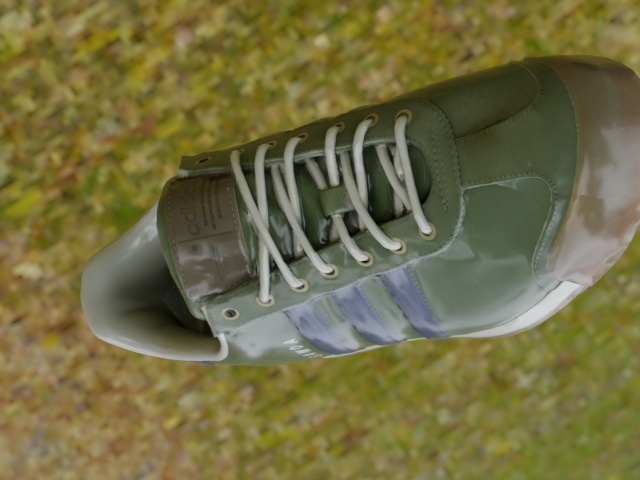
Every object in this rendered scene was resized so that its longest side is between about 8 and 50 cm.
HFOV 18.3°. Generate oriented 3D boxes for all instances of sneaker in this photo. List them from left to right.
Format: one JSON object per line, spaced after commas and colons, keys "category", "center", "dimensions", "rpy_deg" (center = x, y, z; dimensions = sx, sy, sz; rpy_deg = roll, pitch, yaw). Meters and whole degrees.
{"category": "sneaker", "center": [0.000, 0.000, 0.528], "dimensions": [0.086, 0.064, 0.192], "rpy_deg": [-2, 167, -30]}
